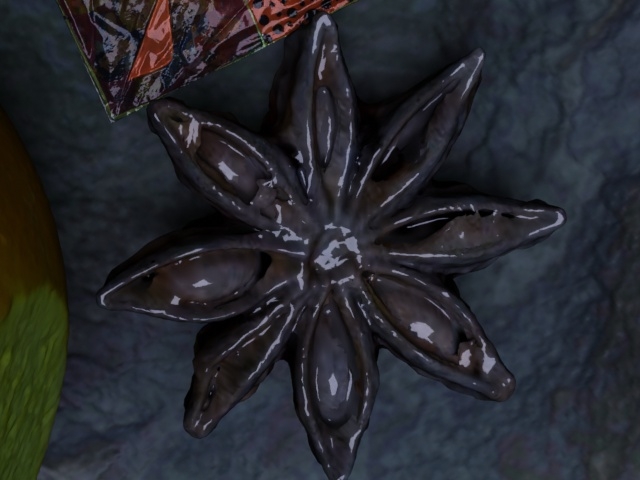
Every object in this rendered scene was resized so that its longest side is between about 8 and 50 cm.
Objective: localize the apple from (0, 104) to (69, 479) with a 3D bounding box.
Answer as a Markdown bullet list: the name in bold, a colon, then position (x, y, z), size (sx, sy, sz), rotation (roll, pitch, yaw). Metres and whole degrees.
- **apple**: position (-0.279, 0.047, 0.744), size (0.374, 0.384, 0.374), rotation (-6, 110, -18)

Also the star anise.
- **star anise**: position (-0.001, 0.001, 0.886), size (0.236, 0.109, 0.223), rotation (-28, 103, -7)

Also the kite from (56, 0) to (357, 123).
- **kite**: position (-0.092, -0.119, 0.891), size (0.222, 0.008, 0.125), rotation (20, 107, -9)
